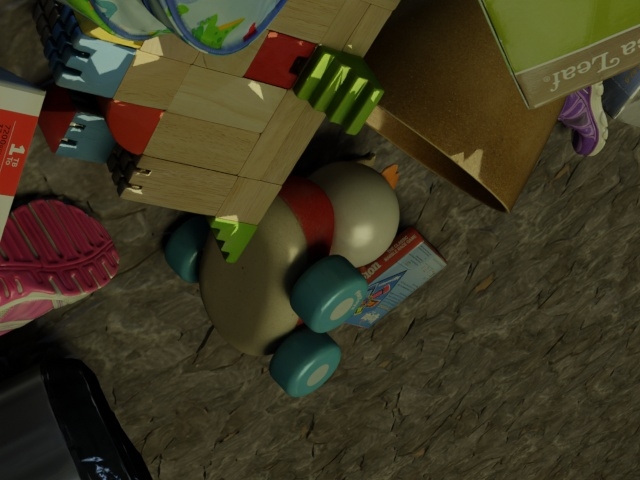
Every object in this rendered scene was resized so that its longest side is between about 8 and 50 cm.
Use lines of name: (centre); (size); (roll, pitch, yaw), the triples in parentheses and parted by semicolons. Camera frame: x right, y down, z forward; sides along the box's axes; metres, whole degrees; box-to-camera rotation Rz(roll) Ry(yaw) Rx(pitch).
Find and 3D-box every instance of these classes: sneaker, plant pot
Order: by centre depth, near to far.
sneaker: (-0.306, 0.038, 1.096); (0.252, 0.103, 0.111); (-17, 168, -42)
plant pot: (0.160, -0.194, 1.138); (0.254, 0.237, 0.237); (-53, 148, 1)
sneaker: (0.313, -0.167, 1.471); (0.071, 0.068, 0.170); (-21, 140, 3)

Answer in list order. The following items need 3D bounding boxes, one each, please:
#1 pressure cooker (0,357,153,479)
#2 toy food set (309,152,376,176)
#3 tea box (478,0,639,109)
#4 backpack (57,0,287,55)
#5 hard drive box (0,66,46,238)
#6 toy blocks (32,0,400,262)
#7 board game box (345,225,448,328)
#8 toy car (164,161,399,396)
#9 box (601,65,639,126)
pressure cooker: (-0.354, 0.354, 1.182); (0.420, 0.375, 0.370); (-27, 106, -9)
toy food set: (0.005, -0.060, 1.338); (0.122, 0.019, 0.078); (-22, 147, -37)
tea box: (0.227, -0.324, 0.832); (0.329, 0.220, 0.323); (-22, 131, 12)
backpack: (-0.099, -0.264, 0.612); (0.290, 0.273, 0.355); (-61, -178, -34)
hard drive box: (-0.344, -0.061, 0.867); (0.232, 0.089, 0.181); (7, 105, -50)
toy blocks: (-0.107, -0.168, 0.962); (0.261, 0.190, 0.381); (10, 126, -36)
board game box: (0.083, 0.052, 1.472); (0.145, 0.027, 0.281); (-40, 167, 5)
toy car: (0.000, 0.000, 1.238); (0.238, 0.219, 0.210); (-26, 149, -35)
box: (0.480, -0.227, 1.542); (0.231, 0.056, 0.183); (6, 129, -48)
